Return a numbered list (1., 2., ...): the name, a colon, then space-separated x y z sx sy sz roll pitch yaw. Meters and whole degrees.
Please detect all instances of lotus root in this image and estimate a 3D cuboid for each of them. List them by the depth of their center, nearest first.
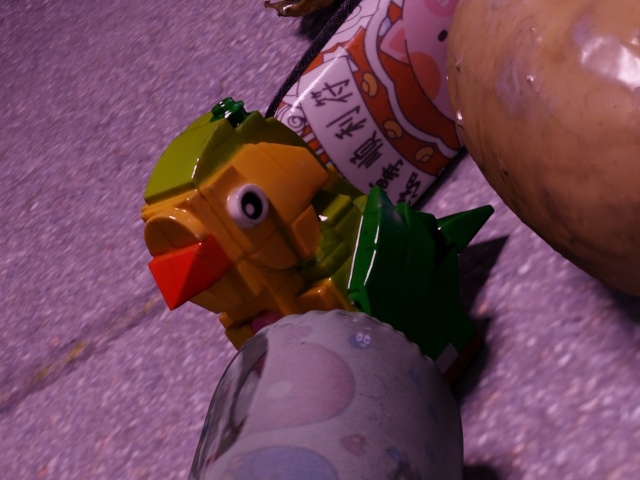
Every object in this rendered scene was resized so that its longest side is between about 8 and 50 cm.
1. lotus root: 0.145 -0.070 0.811 0.169 0.151 0.342 -29 20 -2

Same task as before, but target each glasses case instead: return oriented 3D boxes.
1. glasses case: 0.067 -0.120 1.066 0.266 0.103 0.067 -53 26 -17

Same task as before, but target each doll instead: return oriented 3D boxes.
1. doll: -0.002 0.008 0.884 0.106 0.186 0.134 -14 55 48

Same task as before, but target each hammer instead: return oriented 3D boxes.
1. hammer: -0.075 0.179 0.817 0.335 0.119 0.206 -37 24 33

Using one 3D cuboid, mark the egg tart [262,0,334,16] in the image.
1. egg tart: 0.038 -0.283 1.329 0.291 0.107 0.291 -44 11 11
